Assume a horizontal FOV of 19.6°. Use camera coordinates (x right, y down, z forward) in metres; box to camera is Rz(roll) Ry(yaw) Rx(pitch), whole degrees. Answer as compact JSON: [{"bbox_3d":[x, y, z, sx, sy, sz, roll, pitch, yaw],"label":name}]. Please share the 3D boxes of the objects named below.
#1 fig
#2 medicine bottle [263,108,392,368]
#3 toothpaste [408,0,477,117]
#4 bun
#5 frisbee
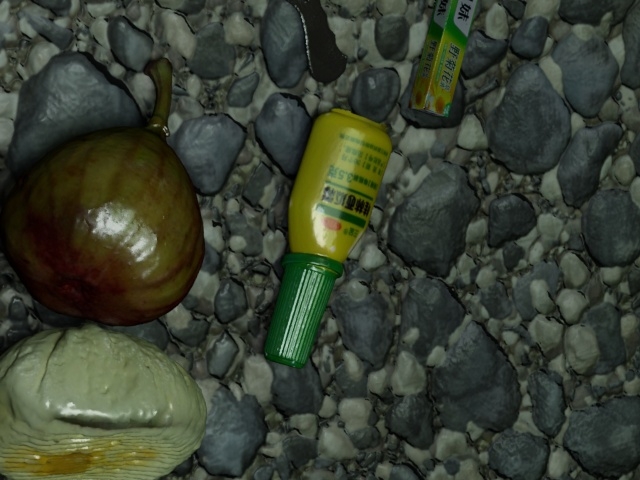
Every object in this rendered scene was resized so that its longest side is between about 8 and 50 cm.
[{"bbox_3d":[-0.205,-0.071,1.988,0.217,0.217,0.320,40,55,-30],"label":"fig"},{"bbox_3d":[0.000,0.000,2.187,0.111,0.076,0.308,20,86,-32],"label":"medicine bottle"},{"bbox_3d":[0.153,-0.241,2.280,0.043,0.037,0.178,17,87,-32],"label":"toothpaste"},{"bbox_3d":[-0.240,0.170,1.971,0.244,0.244,0.153,12,61,-33],"label":"bun"},{"bbox_3d":[-0.035,-0.301,2.167,0.187,0.012,0.211,10,91,-32],"label":"frisbee"}]
